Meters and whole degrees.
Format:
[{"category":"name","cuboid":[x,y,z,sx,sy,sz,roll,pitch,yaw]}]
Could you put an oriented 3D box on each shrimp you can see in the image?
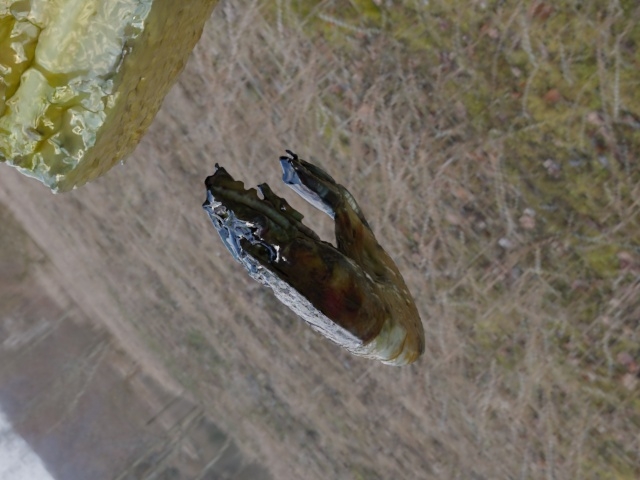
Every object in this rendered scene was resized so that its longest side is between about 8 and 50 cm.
[{"category":"shrimp","cuboid":[0.000,0.000,0.864,0.365,0.071,0.233,37,-150,-44]}]

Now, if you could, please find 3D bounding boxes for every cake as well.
[{"category":"cake","cuboid":[-0.268,-0.212,0.755,0.286,0.222,0.227,33,-160,-2]}]
